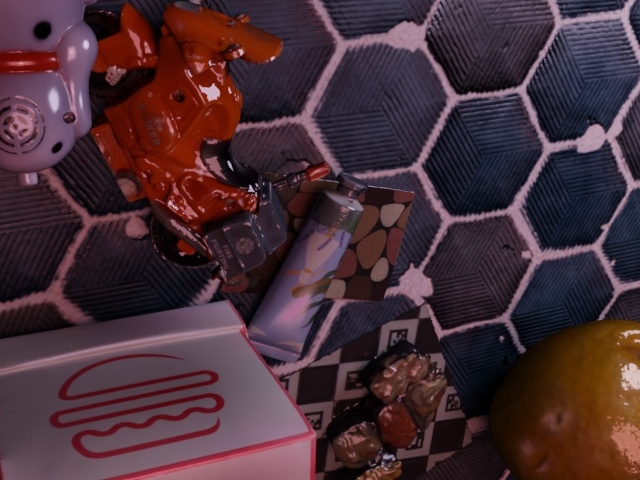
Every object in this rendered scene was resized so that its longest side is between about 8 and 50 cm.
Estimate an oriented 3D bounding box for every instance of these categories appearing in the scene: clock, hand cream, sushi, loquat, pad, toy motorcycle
[{"bbox_3d":[-0.272,-0.178,0.806,0.188,0.189,0.254,-10,108,-21],"label":"clock"},{"bbox_3d":[-0.014,0.036,1.113,0.088,0.055,0.256,19,109,-26],"label":"hand cream"},{"bbox_3d":[0.075,0.271,1.250,0.292,0.059,0.294,-28,121,-12],"label":"sushi"},{"bbox_3d":[0.378,0.240,1.259,0.276,0.284,0.276,6,79,-34],"label":"loquat"},{"bbox_3d":[0.000,0.000,1.131,0.234,0.003,0.158,6,109,-27],"label":"pad"},{"bbox_3d":[-0.121,-0.113,0.954,0.221,0.148,0.326,-19,118,9],"label":"toy motorcycle"}]

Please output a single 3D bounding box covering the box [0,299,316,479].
[{"bbox_3d":[-0.196,0.282,0.983,0.312,0.300,0.314,-8,115,-21],"label":"box"}]
